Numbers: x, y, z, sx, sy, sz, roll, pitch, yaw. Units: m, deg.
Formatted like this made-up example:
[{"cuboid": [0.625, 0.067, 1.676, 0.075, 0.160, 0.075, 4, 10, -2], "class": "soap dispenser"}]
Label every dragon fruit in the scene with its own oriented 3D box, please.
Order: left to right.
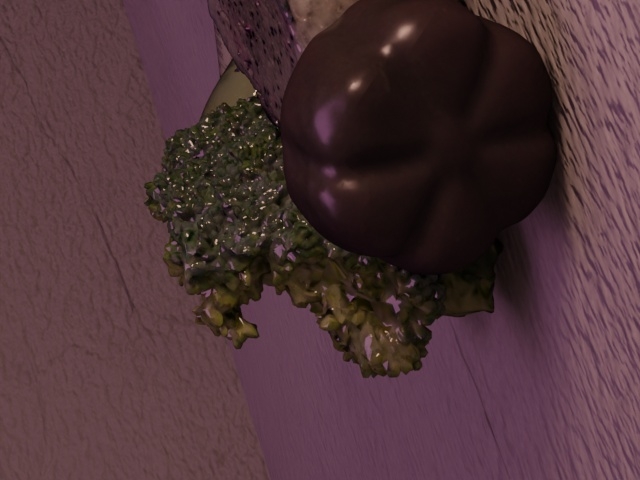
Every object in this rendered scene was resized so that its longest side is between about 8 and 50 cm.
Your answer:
[{"cuboid": [0.026, -0.225, 1.407, 0.283, 0.204, 0.221, -125, 21, -45], "class": "dragon fruit"}]

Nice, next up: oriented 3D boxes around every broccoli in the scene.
[{"cuboid": [0.003, -0.012, 1.521, 0.338, 0.317, 0.277, -33, 22, 39], "class": "broccoli"}]

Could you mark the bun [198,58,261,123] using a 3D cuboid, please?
[{"cuboid": [-0.021, -0.110, 1.794, 0.187, 0.293, 0.293, 30, 150, 16], "class": "bun"}]

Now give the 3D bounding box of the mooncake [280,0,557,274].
[{"cuboid": [0.084, -0.087, 1.269, 0.133, 0.245, 0.245, 31, 134, 59], "class": "mooncake"}]

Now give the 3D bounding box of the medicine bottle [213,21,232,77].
[{"cuboid": [-0.068, -0.224, 2.015, 0.139, 0.139, 0.237, -119, 21, -51], "class": "medicine bottle"}]
